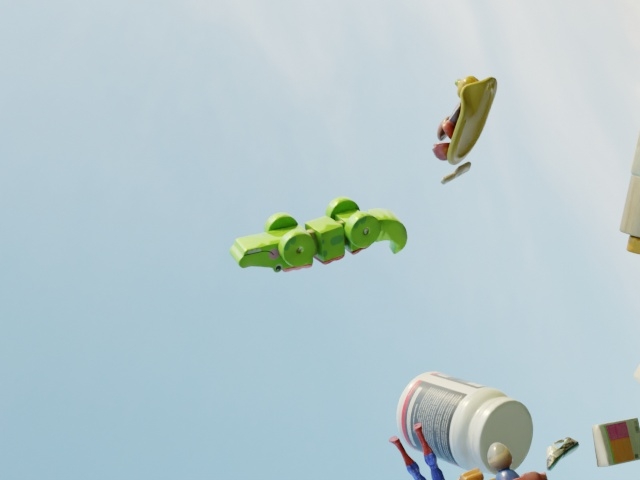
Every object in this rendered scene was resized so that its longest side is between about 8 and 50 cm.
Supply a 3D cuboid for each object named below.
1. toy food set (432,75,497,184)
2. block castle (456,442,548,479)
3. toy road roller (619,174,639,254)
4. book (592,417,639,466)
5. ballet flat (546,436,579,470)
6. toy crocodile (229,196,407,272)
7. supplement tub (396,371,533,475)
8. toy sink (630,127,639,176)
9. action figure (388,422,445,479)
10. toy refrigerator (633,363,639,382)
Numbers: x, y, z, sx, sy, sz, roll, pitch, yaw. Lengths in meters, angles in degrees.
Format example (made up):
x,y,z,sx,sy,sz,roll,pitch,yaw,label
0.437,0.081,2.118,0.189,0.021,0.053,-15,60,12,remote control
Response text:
x,y,z,sx,sy,sz,roll,pitch,yaw,label
0.244,-0.211,1.944,0.071,0.218,0.128,32,-141,21,toy food set
0.121,0.436,1.403,0.302,0.453,0.213,-10,-117,-15,block castle
0.761,-0.044,2.188,0.240,0.329,0.203,-6,-72,-56,toy road roller
0.684,0.460,2.460,0.144,0.035,0.096,0,-103,-37,book
0.480,0.430,2.180,0.114,0.041,0.041,-24,-90,-43,ballet flat
0.000,0.000,1.981,0.340,0.115,0.105,-14,-64,-22,toy crocodile
0.320,0.410,2.415,0.191,0.272,0.191,-5,-81,-36,supplement tub
0.488,-0.117,1.283,0.234,0.152,0.131,-6,-72,-57,toy sink
0.239,0.519,2.262,0.280,0.091,0.139,63,178,0,action figure
0.723,0.275,1.977,0.269,0.102,0.094,25,-166,-19,toy refrigerator
